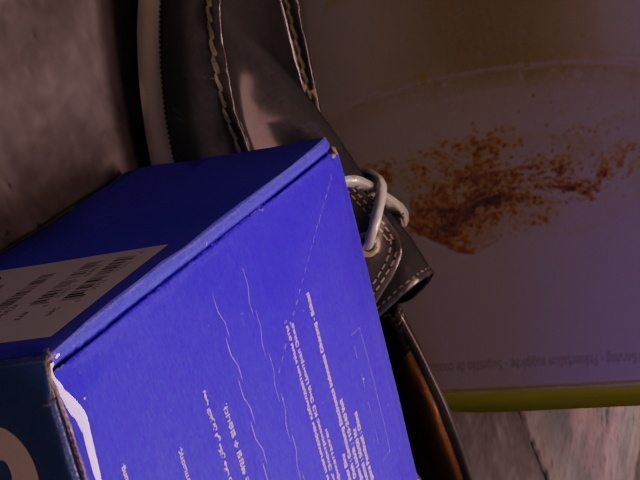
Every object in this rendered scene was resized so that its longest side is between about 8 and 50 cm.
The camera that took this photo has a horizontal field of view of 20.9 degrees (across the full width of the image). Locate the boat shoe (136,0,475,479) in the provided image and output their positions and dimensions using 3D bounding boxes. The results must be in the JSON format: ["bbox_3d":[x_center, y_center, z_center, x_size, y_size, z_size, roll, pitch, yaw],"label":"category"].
[{"bbox_3d":[0.000,0.000,0.567,0.084,0.079,0.233,-32,112,-60],"label":"boat shoe"}]

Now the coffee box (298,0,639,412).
[{"bbox_3d":[0.210,-0.101,0.722,0.338,0.337,0.334,11,76,-64],"label":"coffee box"}]

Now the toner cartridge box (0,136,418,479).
[{"bbox_3d":[-0.018,0.162,0.492,0.165,0.075,0.348,-39,119,-59],"label":"toner cartridge box"}]
